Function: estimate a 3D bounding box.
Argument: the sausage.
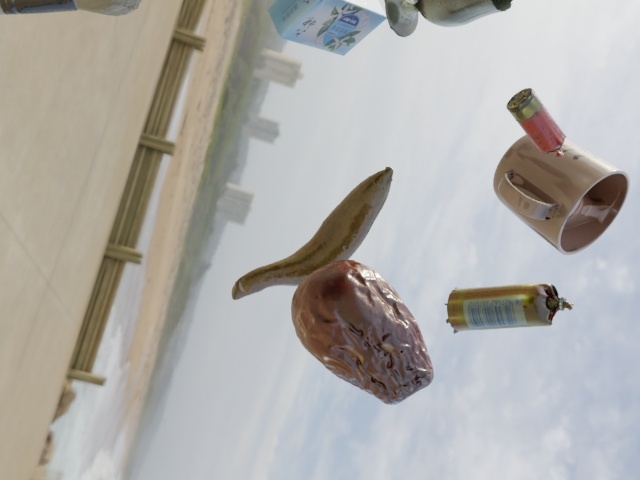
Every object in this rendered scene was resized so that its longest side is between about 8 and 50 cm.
[{"bbox_3d":[0.493,0.169,1.877,0.318,0.117,0.125,-7,-140,31],"label":"sausage"}]

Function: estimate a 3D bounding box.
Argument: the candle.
[{"bbox_3d":[0.358,-0.183,1.171,0.052,0.130,0.052,-38,-160,17],"label":"candle"}]

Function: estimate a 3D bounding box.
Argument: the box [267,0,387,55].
[{"bbox_3d":[0.018,-0.490,1.561,0.143,0.232,0.083,-34,-108,34],"label":"box"}]

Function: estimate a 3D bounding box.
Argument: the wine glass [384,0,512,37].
[{"bbox_3d":[0.223,-0.425,1.268,0.222,0.103,0.103,3,-106,45],"label":"wine glass"}]

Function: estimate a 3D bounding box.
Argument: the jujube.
[{"bbox_3d":[0.062,0.140,1.075,0.168,0.236,0.168,-37,164,-13],"label":"jujube"}]

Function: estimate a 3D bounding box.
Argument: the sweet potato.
[{"bbox_3d":[0.001,0.006,1.239,0.346,0.108,0.079,-39,-140,5],"label":"sweet potato"}]

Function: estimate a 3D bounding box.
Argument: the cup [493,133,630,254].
[{"bbox_3d":[0.443,-0.101,1.419,0.200,0.253,0.191,44,-50,37],"label":"cup"}]

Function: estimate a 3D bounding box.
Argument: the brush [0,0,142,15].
[{"bbox_3d":[-0.323,-0.233,0.703,0.042,0.299,0.039,130,-45,-81],"label":"brush"}]
